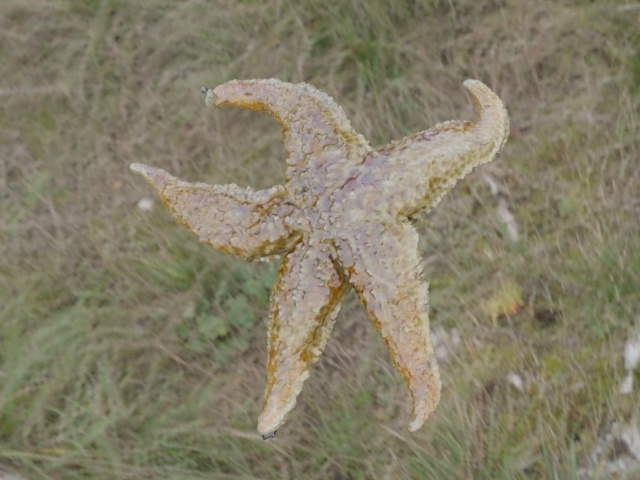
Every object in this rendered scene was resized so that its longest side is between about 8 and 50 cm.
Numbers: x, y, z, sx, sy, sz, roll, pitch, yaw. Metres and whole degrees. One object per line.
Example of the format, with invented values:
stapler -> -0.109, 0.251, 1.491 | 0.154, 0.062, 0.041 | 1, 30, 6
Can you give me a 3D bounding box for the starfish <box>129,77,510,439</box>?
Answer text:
starfish -> -0.001, -0.001, 1.025 | 0.299, 0.060, 0.302 | -11, 67, 13
